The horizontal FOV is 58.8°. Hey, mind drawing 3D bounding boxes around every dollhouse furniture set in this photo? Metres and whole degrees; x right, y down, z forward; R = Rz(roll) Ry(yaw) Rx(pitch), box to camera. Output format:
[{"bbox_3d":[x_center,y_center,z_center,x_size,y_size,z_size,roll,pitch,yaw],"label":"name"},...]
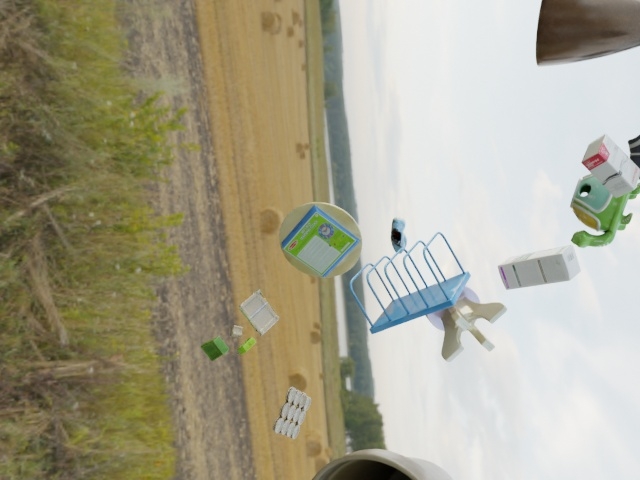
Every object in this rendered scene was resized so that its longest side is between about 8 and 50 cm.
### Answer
[{"bbox_3d":[-0.156,0.173,1.111,0.076,0.151,0.058,52,-40,-5],"label":"dollhouse furniture set"}]

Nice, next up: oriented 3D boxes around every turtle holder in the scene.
[{"bbox_3d":[1.138,-0.132,2.308,0.243,0.227,0.321,-29,133,-57],"label":"turtle holder"}]

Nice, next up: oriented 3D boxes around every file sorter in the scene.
[{"bbox_3d":[0.154,0.072,1.005,0.105,0.170,0.118,59,35,-4],"label":"file sorter"}]

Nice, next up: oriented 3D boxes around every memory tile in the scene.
[{"bbox_3d":[-0.068,0.421,1.387,0.113,0.012,0.148,-66,152,-18],"label":"memory tile"}]

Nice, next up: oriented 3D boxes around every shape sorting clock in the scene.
[{"bbox_3d":[0.000,0.000,1.381,0.040,0.206,0.206,-77,163,-58],"label":"shape sorting clock"}]

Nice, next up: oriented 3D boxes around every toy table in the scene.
[{"bbox_3d":[0.462,0.255,1.833,0.252,0.274,0.161,-54,-142,17],"label":"toy table"}]

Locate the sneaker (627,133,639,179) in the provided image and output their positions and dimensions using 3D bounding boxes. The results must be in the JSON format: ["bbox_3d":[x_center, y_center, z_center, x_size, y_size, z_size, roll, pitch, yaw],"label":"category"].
[{"bbox_3d":[1.066,-0.288,1.687,0.099,0.282,0.153,-7,83,-58],"label":"sneaker"}]

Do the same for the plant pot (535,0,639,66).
[{"bbox_3d":[0.675,-0.538,1.408,0.215,0.230,0.216,-34,130,-55],"label":"plant pot"}]

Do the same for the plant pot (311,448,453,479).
[{"bbox_3d":[0.158,0.571,1.147,0.280,0.322,0.324,14,68,-59],"label":"plant pot"}]

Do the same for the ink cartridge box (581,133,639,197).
[{"bbox_3d":[0.824,-0.210,1.612,0.109,0.150,0.063,-51,-173,-38],"label":"ink cartridge box"}]

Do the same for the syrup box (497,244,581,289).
[{"bbox_3d":[0.723,0.092,1.890,0.236,0.093,0.097,-16,-84,49],"label":"syrup box"}]

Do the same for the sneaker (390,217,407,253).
[{"bbox_3d":[0.277,-0.007,2.079,0.162,0.063,0.073,77,29,-44],"label":"sneaker"}]
